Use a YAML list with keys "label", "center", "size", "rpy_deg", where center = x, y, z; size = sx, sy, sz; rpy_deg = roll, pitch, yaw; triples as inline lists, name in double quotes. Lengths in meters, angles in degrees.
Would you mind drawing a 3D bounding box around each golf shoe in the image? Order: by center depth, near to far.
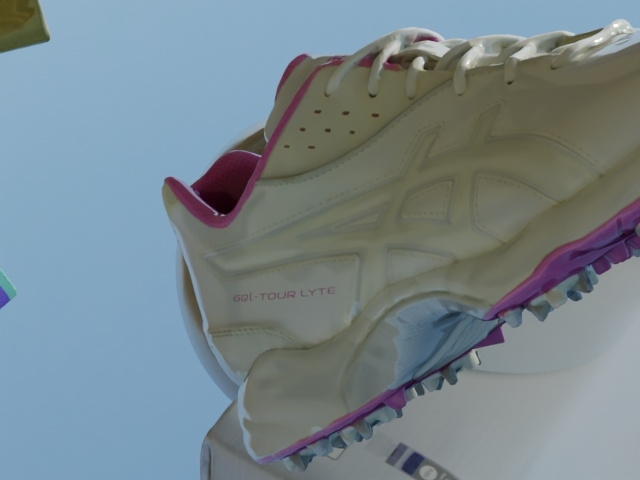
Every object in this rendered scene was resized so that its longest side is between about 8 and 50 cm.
- label: "golf shoe"
  center: [0.051, -0.030, 0.711]
  size: [0.306, 0.115, 0.140]
  rpy_deg: [-35, -98, 36]

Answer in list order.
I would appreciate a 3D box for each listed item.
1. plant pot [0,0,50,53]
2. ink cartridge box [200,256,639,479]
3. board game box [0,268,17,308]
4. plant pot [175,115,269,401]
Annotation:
- label: "plant pot"
  center: [-0.141, -0.087, 0.590]
  size: [0.083, 0.081, 0.081]
  rpy_deg: [-22, -164, -18]
- label: "ink cartridge box"
  center: [0.168, 0.130, 1.205]
  size: [0.385, 0.091, 0.308]
  rpy_deg: [26, -131, 21]
- label: "board game box"
  center: [-0.207, 0.069, 0.599]
  size: [0.210, 0.047, 0.160]
  rpy_deg: [-24, -164, 47]
- label: "plant pot"
  center: [0.000, 0.000, 1.619]
  size: [0.284, 0.191, 0.284]
  rpy_deg: [-5, -113, 11]
